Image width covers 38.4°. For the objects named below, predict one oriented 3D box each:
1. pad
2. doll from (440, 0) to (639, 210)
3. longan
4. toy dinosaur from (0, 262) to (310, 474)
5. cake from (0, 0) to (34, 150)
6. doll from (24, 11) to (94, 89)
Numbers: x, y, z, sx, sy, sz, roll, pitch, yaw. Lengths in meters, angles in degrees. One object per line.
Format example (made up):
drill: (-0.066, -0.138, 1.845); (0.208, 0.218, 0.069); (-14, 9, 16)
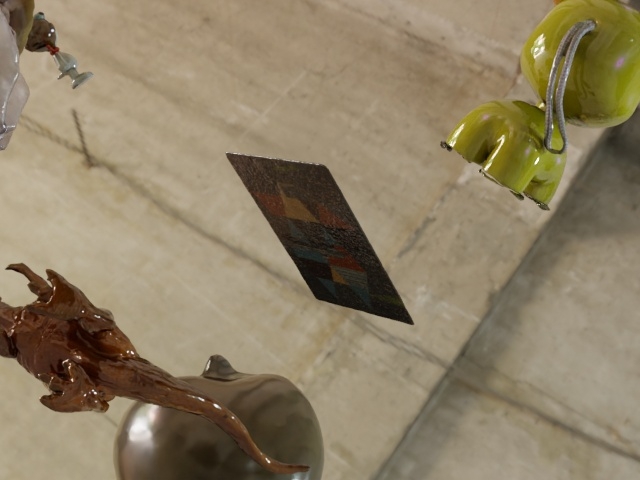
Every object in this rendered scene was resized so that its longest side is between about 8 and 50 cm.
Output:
pad: (0.000, 0.000, 0.882); (0.143, 0.003, 0.211); (11, -37, 45)
doll: (0.207, -0.137, 0.760); (0.143, 0.221, 0.135); (44, 13, 31)
longan: (-0.139, 0.297, 1.254); (0.300, 0.300, 0.243); (26, -32, 24)
toy dinosaur: (-0.203, 0.122, 0.860); (0.432, 0.097, 0.208); (33, -14, 4)
cake: (-0.272, -0.134, 0.624); (0.178, 0.207, 0.185); (36, -6, 13)
doll: (-0.276, -0.194, 0.950); (0.085, 0.040, 0.058); (53, 6, 8)
